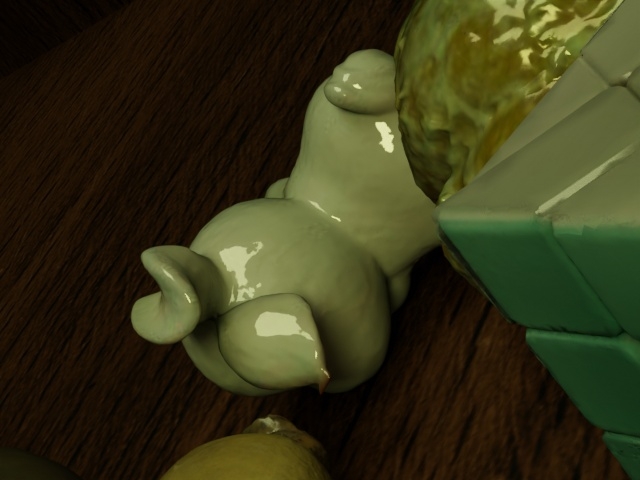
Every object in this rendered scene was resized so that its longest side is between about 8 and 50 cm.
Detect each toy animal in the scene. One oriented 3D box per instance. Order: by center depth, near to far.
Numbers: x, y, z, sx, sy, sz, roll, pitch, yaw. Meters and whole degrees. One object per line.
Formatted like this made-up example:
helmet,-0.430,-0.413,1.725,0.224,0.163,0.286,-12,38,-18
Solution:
toy animal,0.002,0.004,1.092,0.310,0.183,0.247,-43,-12,-16

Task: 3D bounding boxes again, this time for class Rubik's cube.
Rubik's cube,0.237,-0.002,0.678,0.221,0.224,0.231,-48,22,-20

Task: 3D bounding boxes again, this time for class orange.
orange,0.159,-0.123,0.934,0.271,0.210,0.368,116,177,-65

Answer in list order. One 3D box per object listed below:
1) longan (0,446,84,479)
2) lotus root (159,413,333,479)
longan,-0.220,0.252,0.966,0.246,0.215,0.246,16,-90,-84
lotus root,-0.061,0.211,0.876,0.146,0.131,0.303,-26,25,28
